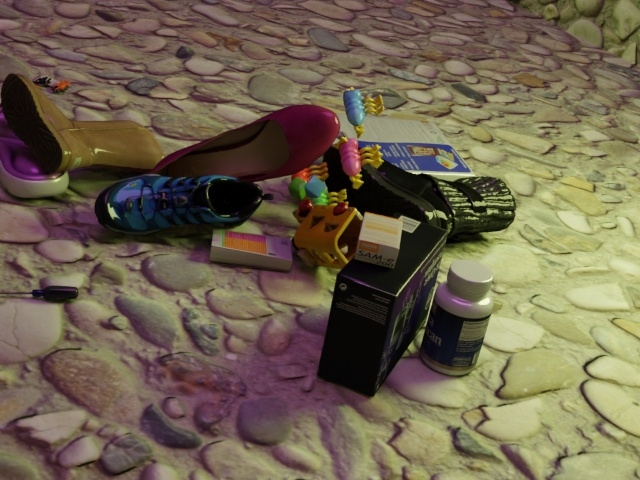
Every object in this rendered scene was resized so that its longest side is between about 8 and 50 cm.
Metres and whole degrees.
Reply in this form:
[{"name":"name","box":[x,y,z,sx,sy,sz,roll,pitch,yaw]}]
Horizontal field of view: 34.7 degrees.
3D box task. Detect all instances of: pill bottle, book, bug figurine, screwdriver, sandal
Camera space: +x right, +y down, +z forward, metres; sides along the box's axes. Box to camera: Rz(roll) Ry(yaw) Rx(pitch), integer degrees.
[{"name":"pill bottle","box":[0.218,0.119,1.614,0.094,0.169,0.094,9,27,-5]},{"name":"book","box":[-0.124,0.014,1.837,0.144,0.035,0.096,8,25,-7]},{"name":"bug figurine","box":[0.021,-0.156,1.960,0.072,0.279,0.216,19,38,-30]},{"name":"screwdriver","box":[-0.465,0.082,1.601,0.170,0.024,0.025,1,-1,-6]},{"name":"sandal","box":[-0.591,-0.210,2.006,0.169,0.102,0.416,-10,34,-35]}]

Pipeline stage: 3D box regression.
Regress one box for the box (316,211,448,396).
[{"name":"box","box":[0.101,0.094,1.604,0.103,0.184,0.261,22,30,15]}]

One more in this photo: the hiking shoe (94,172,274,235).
[{"name":"hiking shoe","box":[-0.247,-0.078,1.824,0.304,0.113,0.132,-6,-9,-28]}]

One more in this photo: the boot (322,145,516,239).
[{"name":"boot","box":[0.193,-0.099,2.059,0.260,0.131,0.348,-17,44,-37]}]

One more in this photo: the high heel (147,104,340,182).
[{"name":"high heel","box":[-0.147,-0.154,1.910,0.377,0.127,0.181,-21,1,33]}]

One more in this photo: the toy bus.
[{"name":"toy bus","box":[0.005,-0.003,1.828,0.191,0.202,0.104,32,67,11]}]

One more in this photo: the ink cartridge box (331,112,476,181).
[{"name":"ink cartridge box","box":[0.154,-0.196,2.299,0.307,0.072,0.303,1,31,-15]}]

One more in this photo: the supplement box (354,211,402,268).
[{"name":"supplement box","box":[0.088,-0.001,1.538,0.062,0.036,0.098,13,27,2]}]

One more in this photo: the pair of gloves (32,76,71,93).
[{"name":"pair of gloves","box":[-0.625,-0.360,2.374,0.083,0.010,0.074,11,29,6]}]

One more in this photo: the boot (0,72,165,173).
[{"name":"boot","box":[-0.459,-0.218,1.984,0.269,0.089,0.236,-9,62,-56]}]
